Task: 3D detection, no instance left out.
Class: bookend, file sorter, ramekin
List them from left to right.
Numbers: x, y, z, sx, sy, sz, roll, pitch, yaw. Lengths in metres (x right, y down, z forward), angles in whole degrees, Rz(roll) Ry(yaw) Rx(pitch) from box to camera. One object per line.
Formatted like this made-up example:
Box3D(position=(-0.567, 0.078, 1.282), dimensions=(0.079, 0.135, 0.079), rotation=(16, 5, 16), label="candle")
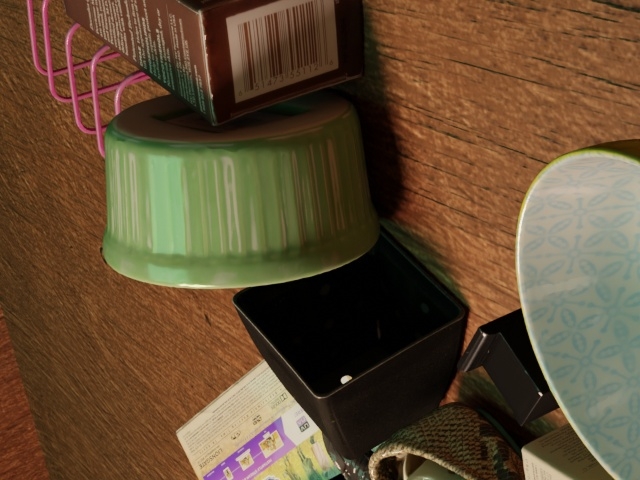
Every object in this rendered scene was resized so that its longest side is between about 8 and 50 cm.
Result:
Box3D(position=(-0.239, -0.232, 1.912), dimensions=(0.291, 0.182, 0.202), rotation=(49, 149, 37), label="file sorter")
Box3D(position=(-0.090, -0.069, 1.611), dimensions=(0.303, 0.303, 0.148), rotation=(26, 125, 56), label="ramekin")
Box3D(position=(0.228, 0.123, 1.266), dimensions=(0.157, 0.156, 0.072), rotation=(56, 153, 23), label="bookend")

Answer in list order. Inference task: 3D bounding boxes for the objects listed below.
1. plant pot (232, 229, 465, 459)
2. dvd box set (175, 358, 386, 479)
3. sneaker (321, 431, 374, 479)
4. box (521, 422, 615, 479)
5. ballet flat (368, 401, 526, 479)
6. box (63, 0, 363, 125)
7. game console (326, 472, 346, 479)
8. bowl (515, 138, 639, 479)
Box3D(position=(0.040, 0.126, 1.647), dimensions=(0.188, 0.187, 0.167), rotation=(45, 157, 42), label="plant pot")
Box3D(position=(0.019, 0.338, 1.824), dimensions=(0.307, 0.062, 0.420), rotation=(-42, 69, 33), label="dvd box set")
Box3D(position=(0.074, 0.260, 1.669), dimensions=(0.051, 0.089, 0.170), rotation=(18, -139, -61), label="sneaker")
Box3D(position=(0.299, 0.243, 1.272), dimensions=(0.275, 0.113, 0.094), rotation=(30, 136, 56), label="box")
Box3D(position=(0.205, 0.321, 1.442), dimensions=(0.483, 0.182, 0.164), rotation=(37, 140, 49), label="ballet flat")
Box3D(position=(-0.135, -0.274, 1.653), dimensions=(0.381, 0.191, 0.143), rotation=(40, 143, 47), label="box")
Box3D(position=(0.045, 0.449, 1.704), dimensions=(0.213, 0.044, 0.361), rotation=(-32, 63, 31), label="game console")
Box3D(position=(0.288, 0.046, 1.078), dimensions=(0.289, 0.156, 0.289), rotation=(46, 148, 41), label="bowl")
